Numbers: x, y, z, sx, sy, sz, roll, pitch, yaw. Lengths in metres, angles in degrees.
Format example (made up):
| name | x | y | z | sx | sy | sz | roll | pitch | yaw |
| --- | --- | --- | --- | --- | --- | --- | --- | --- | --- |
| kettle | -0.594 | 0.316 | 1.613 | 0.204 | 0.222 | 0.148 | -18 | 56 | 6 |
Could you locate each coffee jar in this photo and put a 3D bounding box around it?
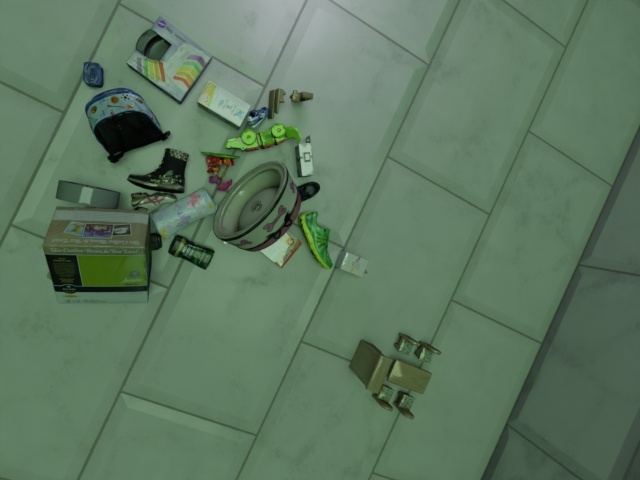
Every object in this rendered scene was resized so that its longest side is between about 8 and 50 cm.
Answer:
| name | x | y | z | sx | sy | sz | roll | pitch | yaw |
| --- | --- | --- | --- | --- | --- | --- | --- | --- | --- |
| coffee jar | -0.566 | 0.050 | 1.865 | 0.184 | 0.079 | 0.096 | 26 | 88 | -15 |

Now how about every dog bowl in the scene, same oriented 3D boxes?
| name | x | y | z | sx | sy | sz | roll | pitch | yaw |
| --- | --- | --- | --- | --- | --- | --- | --- | --- | --- |
| dog bowl | -0.254 | -0.131 | 1.783 | 0.408 | 0.408 | 0.150 | -50 | 126 | -6 |

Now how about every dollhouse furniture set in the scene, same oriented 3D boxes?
| name | x | y | z | sx | sy | sz | roll | pitch | yaw |
| --- | --- | --- | --- | --- | --- | --- | --- | --- | --- |
| dollhouse furniture set | 0.379 | 0.655 | 2.080 | 0.394 | 0.256 | 0.362 | 24 | 89 | -15 |
| dollhouse furniture set | -0.136 | -0.599 | 1.899 | 0.151 | 0.144 | 0.123 | 1 | 100 | -29 |

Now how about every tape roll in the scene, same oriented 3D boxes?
| name | x | y | z | sx | sy | sz | roll | pitch | yaw |
| --- | --- | --- | --- | --- | --- | --- | --- | --- | --- |
| tape roll | -0.914 | -0.179 | 1.679 | 0.219 | 0.219 | 0.072 | 12 | 93 | -16 |

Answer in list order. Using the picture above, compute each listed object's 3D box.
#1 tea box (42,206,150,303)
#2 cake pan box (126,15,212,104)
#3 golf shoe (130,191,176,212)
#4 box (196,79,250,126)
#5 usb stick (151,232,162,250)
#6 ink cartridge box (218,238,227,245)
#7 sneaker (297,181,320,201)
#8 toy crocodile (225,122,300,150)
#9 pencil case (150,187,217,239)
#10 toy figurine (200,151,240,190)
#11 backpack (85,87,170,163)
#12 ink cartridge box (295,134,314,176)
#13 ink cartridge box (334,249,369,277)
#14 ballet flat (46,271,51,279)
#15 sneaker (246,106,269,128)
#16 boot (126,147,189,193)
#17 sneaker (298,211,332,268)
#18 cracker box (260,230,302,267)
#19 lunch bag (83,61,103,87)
| name | x | y | z | sx | sy | sz | roll | pitch | yaw |
| --- | --- | --- | --- | --- | --- | --- | --- | --- | --- |
| tea box | -0.836 | 0.063 | 1.645 | 0.328 | 0.220 | 0.324 | 2 | 133 | -18 |
| cake pan box | -0.631 | -0.753 | 1.780 | 0.266 | 0.070 | 0.246 | 36 | 84 | -15 |
| golf shoe | -0.708 | -0.164 | 1.817 | 0.185 | 0.067 | 0.086 | -2 | 100 | -6 |
| box | -0.415 | -0.577 | 1.827 | 0.203 | 0.114 | 0.103 | 29 | 89 | -16 |
| usb stick | -0.824 | 0.017 | 1.811 | 0.277 | 0.045 | 0.077 | -6 | 99 | -15 |
| ink cartridge box | -0.411 | -0.038 | 1.924 | 0.115 | 0.029 | 0.063 | -43 | 104 | -6 |
| sneaker | -0.108 | -0.209 | 1.955 | 0.232 | 0.090 | 0.082 | -30 | 102 | -11 |
| toy crocodile | -0.253 | -0.446 | 1.882 | 0.340 | 0.115 | 0.105 | -16 | 100 | -13 |
| pencil case | -0.584 | -0.116 | 1.824 | 0.273 | 0.113 | 0.124 | -33 | 80 | -11 |
| toy figurine | -0.445 | -0.298 | 1.859 | 0.173 | 0.130 | 0.159 | 9 | 103 | 6 |
| backpack | -0.773 | -0.472 | 1.667 | 0.276 | 0.263 | 0.213 | -29 | 86 | -11 |
| ink cartridge box | -0.075 | -0.383 | 1.941 | 0.060 | 0.104 | 0.180 | -7 | 96 | -13 |
| ink cartridge box | 0.159 | 0.115 | 2.056 | 0.143 | 0.092 | 0.090 | 22 | 89 | -17 |
| ballet flat | -1.045 | 0.142 | 1.760 | 0.168 | 0.052 | 0.057 | 0 | 97 | -14 |
| sneaker | -0.276 | -0.553 | 1.869 | 0.059 | 0.053 | 0.144 | 60 | 44 | -35 |
| boot | -0.682 | -0.302 | 1.806 | 0.236 | 0.085 | 0.179 | 9 | 81 | -4 |
| sneaker | 0.000 | 0.000 | 1.994 | 0.123 | 0.109 | 0.296 | -25 | 101 | -7 |
| cracker box | -0.222 | -0.005 | 1.957 | 0.232 | 0.067 | 0.156 | 42 | 83 | -16 |
| lunch bag | -0.916 | -0.664 | 1.712 | 0.067 | 0.065 | 0.099 | 0 | 95 | -15 |
